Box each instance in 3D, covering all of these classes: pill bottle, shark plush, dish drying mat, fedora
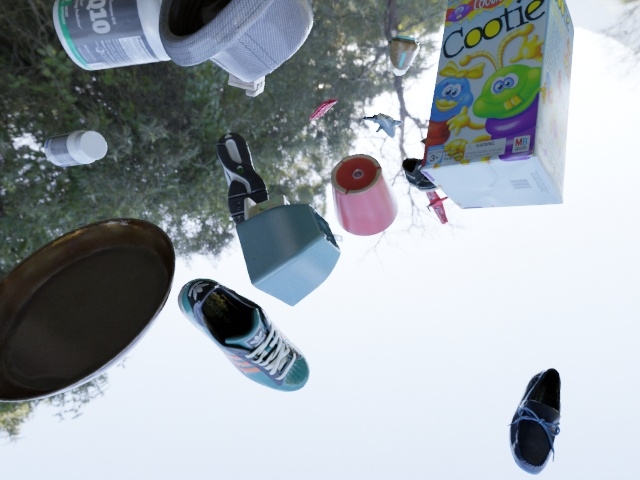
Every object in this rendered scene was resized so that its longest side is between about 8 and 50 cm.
[{"bbox_3d":[-0.542,-0.623,1.204,0.360,0.204,0.204,-6,-142,4],"label":"pill bottle"},{"bbox_3d":[0.210,-0.389,1.395,0.073,0.067,0.161,38,-155,31],"label":"shark plush"},{"bbox_3d":[0.005,-0.253,0.803,0.032,0.008,0.083,-26,-176,-21],"label":"dish drying mat"},{"bbox_3d":[-0.578,-0.219,0.982,0.137,0.078,0.078,1,-145,29],"label":"pill bottle"},{"bbox_3d":[-0.098,-0.320,0.557,0.243,0.124,0.276,-34,-128,19],"label":"fedora"}]

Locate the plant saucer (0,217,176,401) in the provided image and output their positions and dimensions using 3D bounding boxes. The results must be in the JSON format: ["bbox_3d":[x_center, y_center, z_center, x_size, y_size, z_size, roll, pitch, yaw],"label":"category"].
[{"bbox_3d":[-0.353,0.091,0.613,0.310,0.050,0.311,-7,-132,8],"label":"plant saucer"}]

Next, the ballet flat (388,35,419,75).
[{"bbox_3d":[0.289,-0.651,1.464,0.116,0.124,0.342,12,-153,3],"label":"ballet flat"}]

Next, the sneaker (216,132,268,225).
[{"bbox_3d":[-0.317,-0.217,1.803,0.169,0.257,0.448,-15,-99,-4],"label":"sneaker"}]

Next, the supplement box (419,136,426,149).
[{"bbox_3d":[0.421,-0.371,1.546,0.083,0.043,0.055,-32,-156,6],"label":"supplement box"}]

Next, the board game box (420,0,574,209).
[{"bbox_3d":[0.251,-0.199,0.573,0.142,0.144,0.276,0,-109,41],"label":"board game box"}]

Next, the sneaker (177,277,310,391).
[{"bbox_3d":[-0.121,0.181,0.737,0.108,0.302,0.121,-54,-160,-20],"label":"sneaker"}]

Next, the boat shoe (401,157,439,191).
[{"bbox_3d":[0.295,-0.189,1.164,0.084,0.079,0.233,-30,-160,-4],"label":"boat shoe"}]

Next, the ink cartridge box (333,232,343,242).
[{"bbox_3d":[0.000,0.000,1.729,0.181,0.104,0.062,13,-105,8],"label":"ink cartridge box"}]

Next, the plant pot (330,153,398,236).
[{"bbox_3d":[0.162,-0.190,1.630,0.274,0.243,0.275,-7,-121,12],"label":"plant pot"}]

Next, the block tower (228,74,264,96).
[{"bbox_3d":[-0.209,-0.619,1.247,0.097,0.336,0.091,17,-145,7],"label":"block tower"}]

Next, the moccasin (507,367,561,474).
[{"bbox_3d":[0.654,0.524,1.261,0.137,0.117,0.342,19,-136,17],"label":"moccasin"}]

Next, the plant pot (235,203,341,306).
[{"bbox_3d":[-0.084,0.024,1.350,0.252,0.248,0.247,-32,-125,12],"label":"plant pot"}]

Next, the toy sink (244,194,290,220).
[{"bbox_3d":[-0.165,-0.068,1.554,0.131,0.234,0.153,-19,-121,18],"label":"toy sink"}]

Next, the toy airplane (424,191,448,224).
[{"bbox_3d":[0.384,-0.131,1.312,0.028,0.151,0.151,-24,-137,-29],"label":"toy airplane"}]
